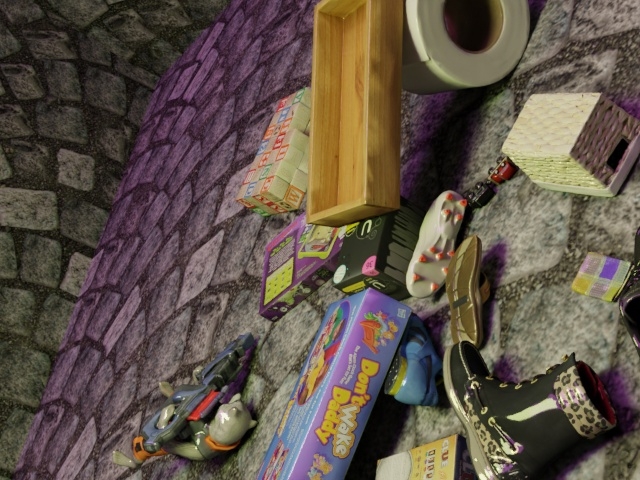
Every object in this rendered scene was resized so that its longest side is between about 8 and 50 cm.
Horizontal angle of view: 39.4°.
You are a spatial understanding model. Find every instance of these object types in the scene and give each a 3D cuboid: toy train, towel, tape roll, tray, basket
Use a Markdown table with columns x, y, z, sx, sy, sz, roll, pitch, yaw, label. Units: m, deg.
| x | y | z | sx | sy | sz | roll | pitch | yaw | label |
| --- | --- | --- | --- | --- | --- | --- | --- | --- | --- |
| 0.292 | -0.113 | 1.429 | 0.158 | 0.027 | 0.036 | -51 | 30 | 18 | toy train |
| 0.361 | 0.046 | 1.149 | 0.060 | 0.009 | 0.083 | -59 | 25 | -2 | towel |
| 0.226 | -0.389 | 1.597 | 0.169 | 0.246 | 0.246 | 8 | 70 | 63 | tape roll |
| 0.060 | -0.241 | 1.537 | 0.203 | 0.076 | 0.410 | -17 | 68 | 61 | tray |
| 0.352 | -0.139 | 1.258 | 0.113 | 0.103 | 0.167 | -61 | 24 | -6 | basket |

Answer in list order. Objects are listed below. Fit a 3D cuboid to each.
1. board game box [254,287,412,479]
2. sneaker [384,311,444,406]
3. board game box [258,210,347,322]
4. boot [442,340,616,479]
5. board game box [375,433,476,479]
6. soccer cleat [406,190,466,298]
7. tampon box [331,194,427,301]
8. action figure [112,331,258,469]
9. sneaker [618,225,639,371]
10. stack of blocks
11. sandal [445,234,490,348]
| x | y | z | sx | sy | sz | roll | pitch | yaw | label |
| --- | --- | --- | --- | --- | --- | --- | --- | --- | --- |
| 0.011 | 0.258 | 1.402 | 0.347 | 0.078 | 0.233 | -66 | 8 | -14 | board game box |
| 0.148 | 0.183 | 1.344 | 0.209 | 0.082 | 0.069 | -72 | 4 | -65 | sneaker |
| 0.000 | 0.000 | 1.820 | 0.347 | 0.056 | 0.208 | -40 | 36 | 35 | board game box |
| 0.254 | 0.186 | 1.109 | 0.178 | 0.085 | 0.236 | -43 | 36 | 26 | boot |
| 0.127 | 0.389 | 1.165 | 0.165 | 0.042 | 0.243 | -32 | 36 | 44 | board game box |
| 0.186 | 0.010 | 1.456 | 0.196 | 0.068 | 0.076 | -67 | 11 | -19 | soccer cleat |
| 0.106 | 0.017 | 1.537 | 0.120 | 0.101 | 0.161 | -28 | 40 | 49 | tampon box |
| -0.237 | 0.349 | 1.810 | 0.330 | 0.178 | 0.341 | -13 | 24 | 49 | action figure |
| 0.381 | 0.058 | 0.966 | 0.107 | 0.124 | 0.283 | -40 | 31 | 34 | sneaker |
| -0.075 | -0.213 | 2.137 | 0.171 | 0.087 | 0.297 | -10 | 53 | 58 | stack of blocks |
| 0.226 | 0.081 | 1.324 | 0.072 | 0.049 | 0.180 | -33 | 50 | 53 | sandal |
